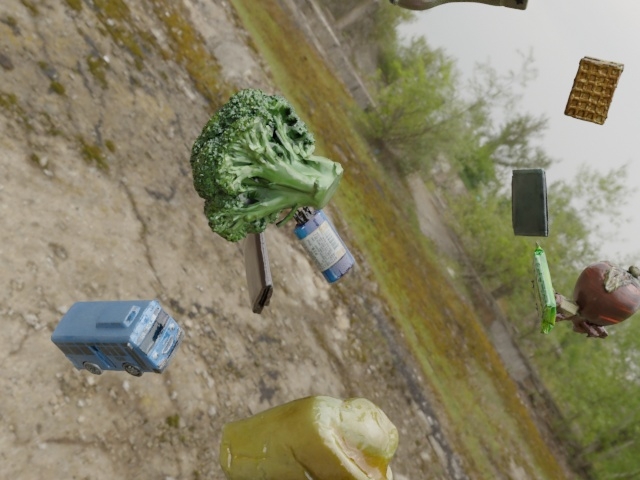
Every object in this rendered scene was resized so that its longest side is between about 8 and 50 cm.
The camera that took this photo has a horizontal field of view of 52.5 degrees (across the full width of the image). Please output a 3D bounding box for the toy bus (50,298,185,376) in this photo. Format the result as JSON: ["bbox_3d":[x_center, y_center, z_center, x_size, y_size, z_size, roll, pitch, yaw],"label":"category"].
[{"bbox_3d":[-0.404,0.189,1.291,0.133,0.234,0.116,64,35,-36],"label":"toy bus"}]

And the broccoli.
[{"bbox_3d":[-0.091,-0.120,1.065,0.241,0.261,0.269,25,-24,8],"label":"broccoli"}]

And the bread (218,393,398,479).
[{"bbox_3d":[0.002,0.468,1.331,0.210,0.341,0.300,-98,165,-50],"label":"bread"}]

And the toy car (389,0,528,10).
[{"bbox_3d":[0.335,-0.675,1.570,0.242,0.336,0.226,90,-2,-47],"label":"toy car"}]

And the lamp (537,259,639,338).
[{"bbox_3d":[0.660,0.138,1.542,0.215,0.223,0.151,28,3,-17],"label":"lamp"}]

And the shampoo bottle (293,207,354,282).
[{"bbox_3d":[0.000,0.000,1.432,0.183,0.087,0.050,56,-27,-17],"label":"shampoo bottle"}]

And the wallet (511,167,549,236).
[{"bbox_3d":[0.397,-0.072,1.228,0.088,0.026,0.129,6,-79,64],"label":"wallet"}]

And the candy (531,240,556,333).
[{"bbox_3d":[0.473,0.100,1.379,0.102,0.032,0.178,76,15,-47],"label":"candy"}]

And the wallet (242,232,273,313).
[{"bbox_3d":[-0.176,0.070,1.820,0.182,0.049,0.229,118,-35,-56],"label":"wallet"}]

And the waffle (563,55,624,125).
[{"bbox_3d":[0.658,-0.362,1.563,0.042,0.102,0.148,-44,147,-55],"label":"waffle"}]
